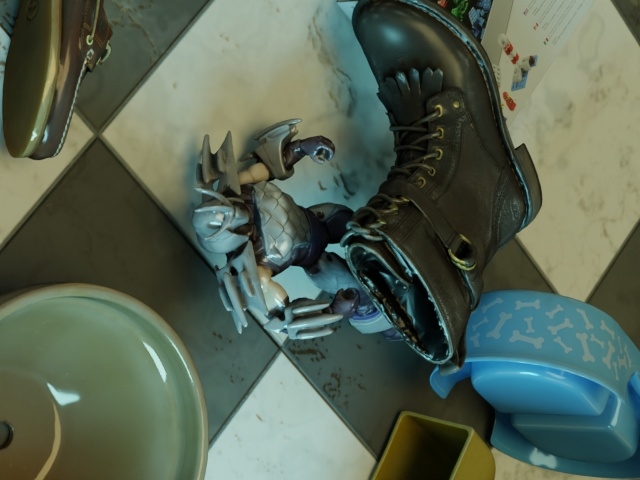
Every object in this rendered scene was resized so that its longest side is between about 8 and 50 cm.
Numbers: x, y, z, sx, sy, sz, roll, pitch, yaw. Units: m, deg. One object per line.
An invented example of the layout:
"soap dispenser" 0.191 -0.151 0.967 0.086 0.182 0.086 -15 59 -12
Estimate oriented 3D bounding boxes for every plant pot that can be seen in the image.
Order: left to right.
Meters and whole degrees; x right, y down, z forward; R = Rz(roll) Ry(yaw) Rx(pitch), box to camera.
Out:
"plant pot" -0.205 0.145 1.247 0.237 0.109 0.237 -3 95 -40
"plant pot" 0.106 0.208 1.525 0.083 0.081 0.081 42 67 -44

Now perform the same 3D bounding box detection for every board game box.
"board game box" 0.161 -0.249 1.553 0.193 0.053 0.305 50 63 -30

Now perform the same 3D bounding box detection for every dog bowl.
"dog bowl" 0.209 0.127 1.529 0.297 0.166 0.074 45 51 -52

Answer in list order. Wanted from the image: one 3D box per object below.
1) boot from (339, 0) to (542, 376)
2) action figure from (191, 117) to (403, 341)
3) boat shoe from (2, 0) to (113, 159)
"boot" 0.075 -0.053 1.375 0.263 0.091 0.229 56 38 -12
"action figure" 0.000 0.000 1.404 0.285 0.099 0.185 16 65 -47
"boat shoe" -0.182 -0.158 1.270 0.073 0.073 0.207 9 87 -37
